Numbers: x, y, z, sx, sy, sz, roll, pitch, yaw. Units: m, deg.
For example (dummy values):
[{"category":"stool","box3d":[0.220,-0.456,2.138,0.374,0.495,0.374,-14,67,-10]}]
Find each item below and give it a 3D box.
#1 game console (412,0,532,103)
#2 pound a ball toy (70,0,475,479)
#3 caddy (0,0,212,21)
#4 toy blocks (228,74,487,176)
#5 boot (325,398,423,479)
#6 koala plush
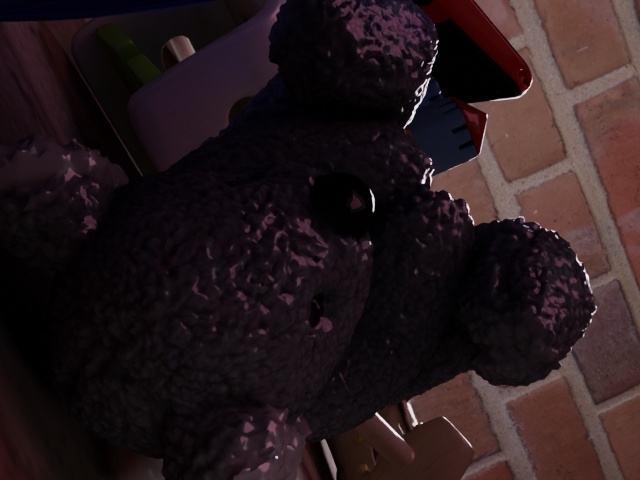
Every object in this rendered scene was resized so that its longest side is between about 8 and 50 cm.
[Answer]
[{"category":"game console","box3d":[0.007,-0.260,1.181,0.342,0.060,0.386,35,-20,-34]},{"category":"pound a ball toy","box3d":[0.000,0.000,0.643,0.208,0.135,0.319,44,-15,51]},{"category":"caddy","box3d":[-0.030,-0.185,0.307,0.241,0.341,0.179,-15,96,-85]},{"category":"toy blocks","box3d":[0.008,-0.128,1.046,0.381,0.260,0.191,-108,174,-65]},{"category":"boot","box3d":[0.048,0.110,0.895,0.262,0.095,0.203,108,-26,-44]},{"category":"koala plush","box3d":[-0.029,0.022,0.412,0.196,0.203,0.221,57,24,2]}]
